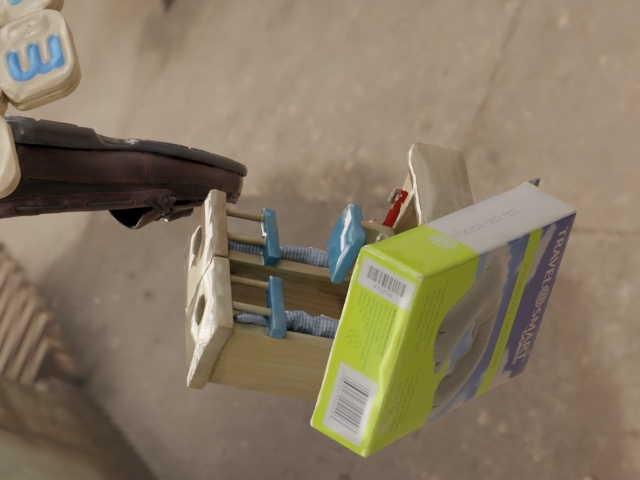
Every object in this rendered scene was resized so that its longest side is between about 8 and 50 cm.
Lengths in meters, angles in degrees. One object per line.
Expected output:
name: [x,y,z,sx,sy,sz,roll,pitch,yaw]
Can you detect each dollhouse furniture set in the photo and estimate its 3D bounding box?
dollhouse furniture set: [0.000,0.000,1.137,0.129,0.129,0.184,-97,25,-43]

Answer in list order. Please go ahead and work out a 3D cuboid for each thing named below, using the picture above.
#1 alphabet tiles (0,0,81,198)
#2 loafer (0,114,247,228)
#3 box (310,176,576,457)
alphabet tiles: [-0.317,-0.118,1.279,0.284,0.021,0.278,-21,59,4]
loafer: [-0.196,-0.051,1.623,0.109,0.302,0.095,5,87,45]
box: [0.072,0.036,0.919,0.042,0.178,0.109,30,119,27]
